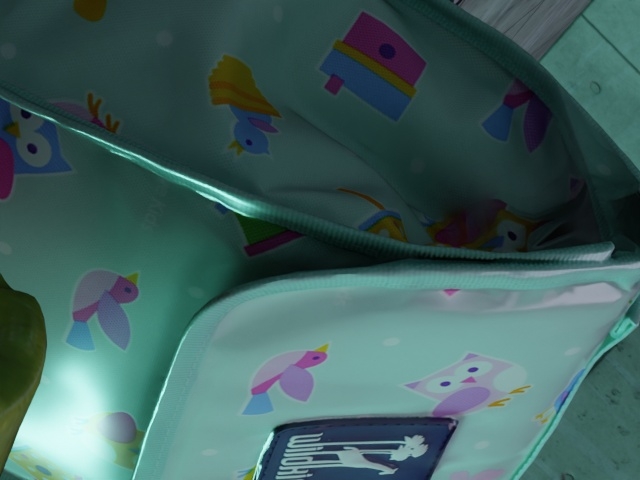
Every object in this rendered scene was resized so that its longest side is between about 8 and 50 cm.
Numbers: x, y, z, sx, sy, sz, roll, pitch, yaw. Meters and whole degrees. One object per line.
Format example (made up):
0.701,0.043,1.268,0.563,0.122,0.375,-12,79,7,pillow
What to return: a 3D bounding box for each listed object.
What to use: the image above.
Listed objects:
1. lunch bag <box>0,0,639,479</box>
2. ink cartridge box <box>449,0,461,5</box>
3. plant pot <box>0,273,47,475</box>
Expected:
-0.037,0.006,0.591,0.160,0.262,0.223,-56,172,-39,lunch bag
0.070,-0.201,1.267,0.165,0.065,0.333,-47,176,26,ink cartridge box
-0.207,0.086,0.459,0.254,0.276,0.276,-58,171,20,plant pot
